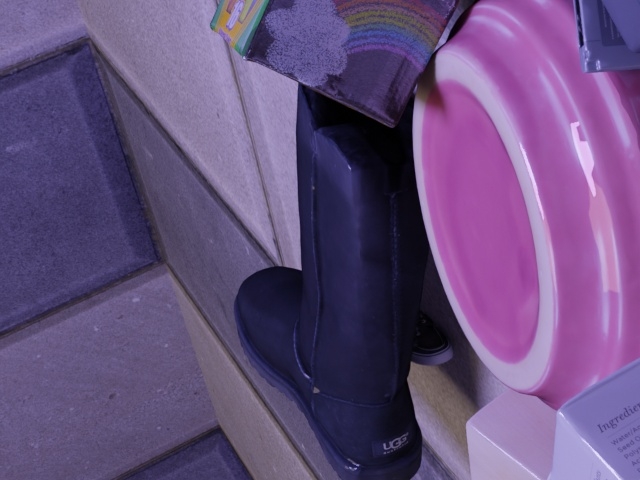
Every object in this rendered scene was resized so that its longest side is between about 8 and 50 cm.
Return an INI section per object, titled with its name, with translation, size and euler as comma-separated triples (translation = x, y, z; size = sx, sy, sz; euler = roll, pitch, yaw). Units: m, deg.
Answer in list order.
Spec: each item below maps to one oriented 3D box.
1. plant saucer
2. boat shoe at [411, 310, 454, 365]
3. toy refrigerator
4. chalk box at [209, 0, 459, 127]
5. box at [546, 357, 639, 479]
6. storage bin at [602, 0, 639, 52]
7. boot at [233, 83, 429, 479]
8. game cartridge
[plant saucer]
translation = 0.147, -0.022, 0.847
size = 0.332, 0.084, 0.332
euler = 167, 90, -78
[boat shoe]
translation = 0.107, 0.103, 1.358
size = 0.142, 0.049, 0.040
euler = 37, 149, 63
[toy refrigerator]
translation = 0.242, 0.211, 0.892
size = 0.269, 0.102, 0.094
euler = 36, 149, 40
[chalk box]
translation = 0.029, -0.215, 0.854
size = 0.213, 0.132, 0.132
euler = -63, 23, 11
[box]
translation = 0.245, 0.150, 0.723
size = 0.119, 0.182, 0.181
euler = 50, 159, 38
[storage bin]
translation = 0.175, -0.167, 0.644
size = 0.135, 0.098, 0.091
euler = 62, 175, 9
[boot]
translation = 0.001, 0.001, 1.283
size = 0.367, 0.146, 0.445
euler = 47, 152, 43
[game cartridge]
translation = 0.179, -0.142, 0.700
size = 0.017, 0.056, 0.083
euler = 112, 153, -85
